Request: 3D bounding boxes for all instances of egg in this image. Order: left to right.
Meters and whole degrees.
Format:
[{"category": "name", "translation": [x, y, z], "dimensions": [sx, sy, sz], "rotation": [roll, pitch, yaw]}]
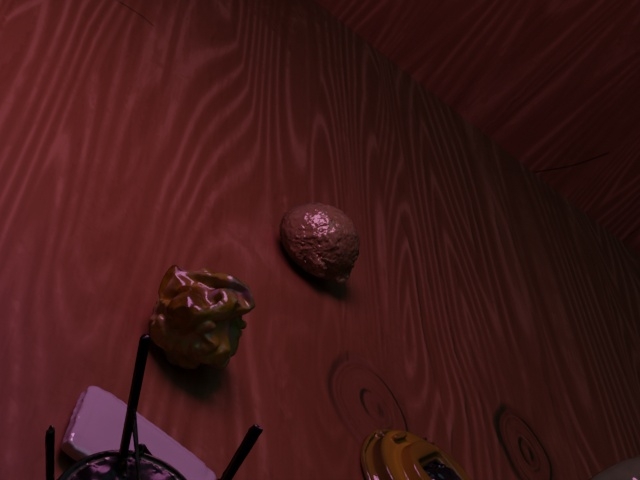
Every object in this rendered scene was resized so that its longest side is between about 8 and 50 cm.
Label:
[{"category": "egg", "translation": [0.000, 0.000, 2.093], "dimensions": [0.140, 0.116, 0.118], "rotation": [35, 67, -8]}]

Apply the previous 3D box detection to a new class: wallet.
[{"category": "wallet", "translation": [-0.193, 0.238, 1.433], "dimensions": [0.183, 0.032, 0.124], "rotation": [39, 21, -15]}]

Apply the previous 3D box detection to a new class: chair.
[{"category": "chair", "translation": [-0.166, 0.246, 1.201], "dimensions": [0.160, 0.326, 0.170], "rotation": [37, 50, 11]}]

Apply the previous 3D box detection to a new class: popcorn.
[{"category": "popcorn", "translation": [-0.149, 0.093, 1.664], "dimensions": [0.125, 0.126, 0.145], "rotation": [24, 33, 19]}]

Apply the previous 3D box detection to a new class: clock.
[{"category": "clock", "translation": [0.156, 0.339, 1.811], "dimensions": [0.237, 0.057, 0.237], "rotation": [36, 22, -17]}]

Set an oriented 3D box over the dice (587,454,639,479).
[{"category": "dice", "translation": [0.422, 0.477, 1.583], "dimensions": [0.330, 0.322, 0.318], "rotation": [47, 9, -37]}]
